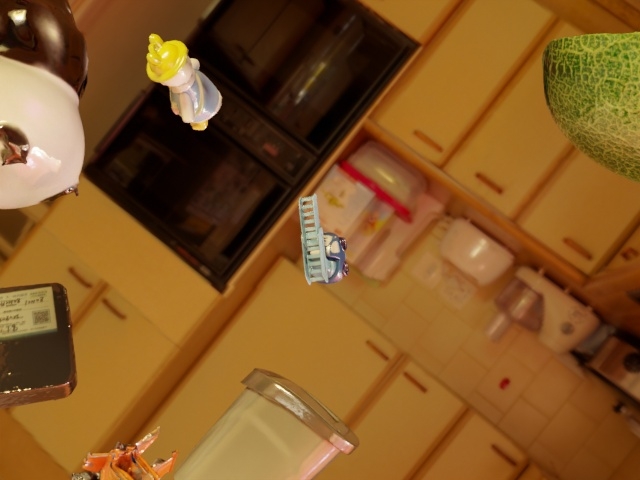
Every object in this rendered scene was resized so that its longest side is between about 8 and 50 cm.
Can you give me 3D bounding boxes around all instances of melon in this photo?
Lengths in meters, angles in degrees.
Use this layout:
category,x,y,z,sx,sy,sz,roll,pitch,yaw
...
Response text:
category,x,y,z,sx,sy,sz,roll,pitch,yaw
melon,0.546,-0.247,1.300,0.344,0.226,0.331,10,151,32

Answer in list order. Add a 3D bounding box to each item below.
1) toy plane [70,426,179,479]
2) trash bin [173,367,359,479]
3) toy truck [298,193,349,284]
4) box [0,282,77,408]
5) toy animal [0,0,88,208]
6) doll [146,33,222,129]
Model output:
category,x,y,z,sx,sy,sz,roll,pitch,yaw
toy plane,-0.198,0.248,0.688,0.135,0.188,0.062,-13,-130,-43
trash bin,-0.097,0.368,1.290,0.219,0.250,0.220,42,176,14
toy truck,0.000,0.000,1.153,0.074,0.063,0.136,9,-108,-63
box,-0.588,0.182,1.223,0.058,0.350,0.211,105,153,-50
toy animal,-0.431,-0.195,1.021,0.251,0.251,0.309,38,-149,-67
doll,-0.271,-0.314,1.482,0.099,0.135,0.241,25,166,29
